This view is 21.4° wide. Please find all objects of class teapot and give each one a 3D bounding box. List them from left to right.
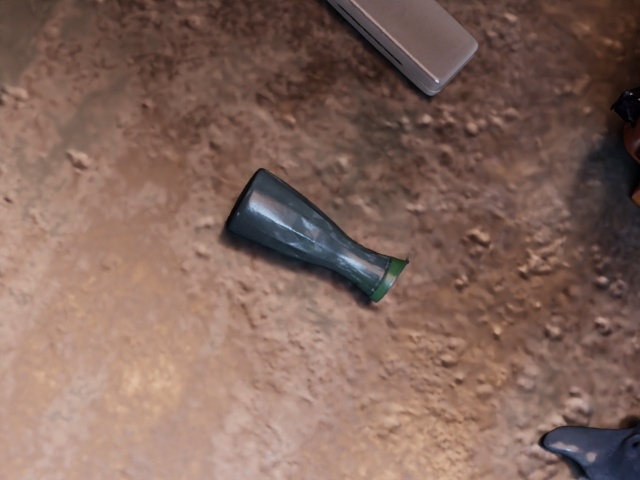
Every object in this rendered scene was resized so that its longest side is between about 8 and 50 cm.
[{"bbox_3d":[0.000,0.000,1.031,0.110,0.043,0.043,29,72,-7],"label":"teapot"}]

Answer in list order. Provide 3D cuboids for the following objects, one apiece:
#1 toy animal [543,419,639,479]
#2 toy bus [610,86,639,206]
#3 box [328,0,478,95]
[{"bbox_3d":[0.317,0.186,0.967,0.205,0.081,0.367,-25,45,-20],"label":"toy animal"},{"bbox_3d":[0.359,-0.175,1.062,0.203,0.233,0.427,34,70,-3],"label":"toy bus"},{"bbox_3d":[0.046,-0.146,1.084,0.115,0.025,0.048,43,66,0],"label":"box"}]
